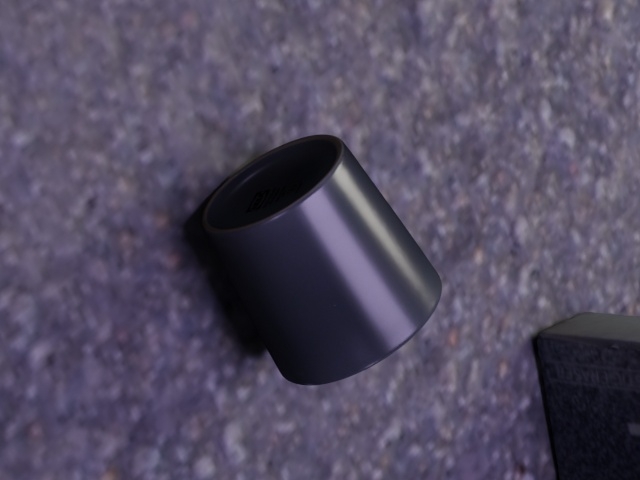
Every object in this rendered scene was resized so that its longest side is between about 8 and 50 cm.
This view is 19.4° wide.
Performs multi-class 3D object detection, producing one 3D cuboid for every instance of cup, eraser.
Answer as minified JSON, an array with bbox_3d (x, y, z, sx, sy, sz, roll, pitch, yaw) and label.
[{"bbox_3d":[0.000,0.000,0.782,0.077,0.078,0.100,59,21,-23],"label":"cup"},{"bbox_3d":[0.170,0.141,0.931,0.046,0.092,0.212,-24,110,-41],"label":"eraser"}]
